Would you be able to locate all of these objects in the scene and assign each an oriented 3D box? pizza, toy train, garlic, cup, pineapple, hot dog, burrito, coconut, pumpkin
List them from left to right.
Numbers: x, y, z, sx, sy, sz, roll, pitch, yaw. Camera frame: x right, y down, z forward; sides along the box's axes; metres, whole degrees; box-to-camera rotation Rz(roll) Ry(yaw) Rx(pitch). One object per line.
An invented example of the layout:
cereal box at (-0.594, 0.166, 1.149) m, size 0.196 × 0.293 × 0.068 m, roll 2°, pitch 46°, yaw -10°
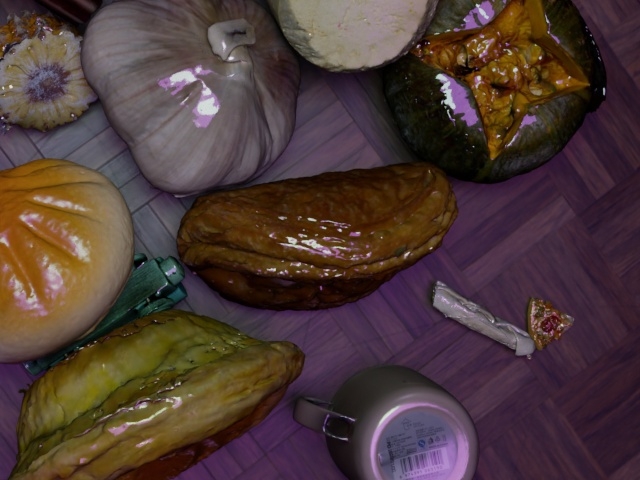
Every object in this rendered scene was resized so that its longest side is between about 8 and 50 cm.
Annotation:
pineapple at (-0.400, -0.249, 1.492) m, size 0.176 × 0.137 × 0.161 m, roll -34°, pitch 139°, yaw -6°
toy train at (-0.287, 0.105, 1.484) m, size 0.248 × 0.159 × 0.101 m, roll -33°, pitch 81°, yaw 0°
garlic at (-0.164, -0.219, 1.463) m, size 0.241 × 0.322 × 0.321 m, roll -15°, pitch 93°, yaw 24°
hot dog at (0.000, 0.000, 1.485) m, size 0.388 × 0.267 × 0.174 m, roll -10°, pitch 75°, yaw -12°
coconut at (0.034, -0.362, 1.458) m, size 0.239 × 0.244 × 0.239 m, roll -5°, pitch 127°, yaw -7°
cup at (0.088, 0.272, 1.526) m, size 0.253 × 0.200 × 0.191 m, roll 18°, pitch 87°, yaw -9°
burrito at (0.245, 0.120, 1.630) m, size 0.186 × 0.045 × 0.041 m, roll 28°, pitch 103°, yaw -11°
pumpkin at (0.241, -0.239, 1.556) m, size 0.321 × 0.192 × 0.320 m, roll 0°, pitch 92°, yaw -10°
pizza at (0.354, 0.123, 1.659) m, size 0.078 × 0.025 × 0.083 m, roll -11°, pitch 91°, yaw -7°

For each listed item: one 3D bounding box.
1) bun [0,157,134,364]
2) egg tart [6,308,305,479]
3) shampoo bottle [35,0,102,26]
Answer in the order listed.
bun at (-0.389, 0.004, 1.393) m, size 0.299 × 0.299 × 0.164 m, roll -37°, pitch 135°, yaw -8°
egg tart at (-0.233, 0.213, 1.373) m, size 0.443 × 0.443 × 0.178 m, roll -27°, pitch 79°, yaw -9°
shampoo bottle at (-0.410, -0.390, 1.326) m, size 0.323 × 0.084 × 0.129 m, roll 31°, pitch 41°, yaw -37°
